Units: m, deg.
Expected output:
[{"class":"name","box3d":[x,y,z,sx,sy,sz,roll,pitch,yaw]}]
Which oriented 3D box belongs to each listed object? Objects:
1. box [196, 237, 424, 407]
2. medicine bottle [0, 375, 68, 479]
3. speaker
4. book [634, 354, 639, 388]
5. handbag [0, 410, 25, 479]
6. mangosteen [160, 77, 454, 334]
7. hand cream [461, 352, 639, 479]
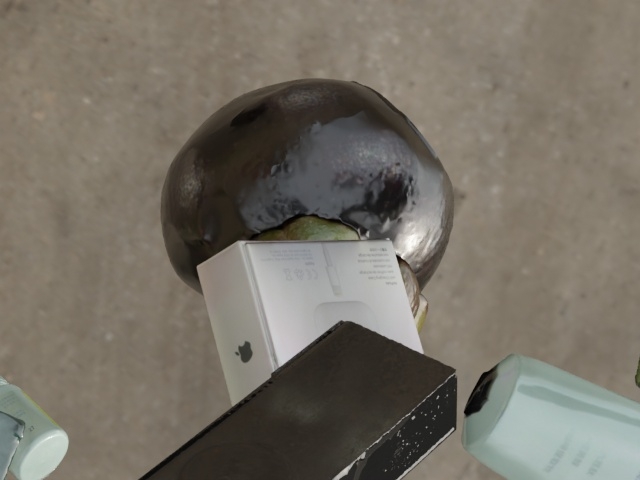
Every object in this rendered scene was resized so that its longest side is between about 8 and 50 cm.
[{"class":"box","box3d":[0.002,0.066,1.050,0.130,0.051,0.129,-1,70,-42]},{"class":"medicine bottle","box3d":[-0.222,0.131,1.200,0.047,0.083,0.047,-36,149,-26]},{"class":"speaker","box3d":[-0.024,0.120,0.857,0.218,0.082,0.044,-34,136,-40]},{"class":"book","box3d":[0.317,0.017,1.249,0.228,0.018,0.322,43,53,-40]},{"class":"handbag","box3d":[-0.267,0.191,0.680,0.238,0.089,0.326,26,64,-27]},{"class":"mangosteen","box3d":[0.002,-0.004,1.474,0.233,0.287,0.287,-36,130,-19]},{"class":"hand cream","box3d":[0.235,0.166,1.065,0.321,0.067,0.109,27,105,-9]}]
